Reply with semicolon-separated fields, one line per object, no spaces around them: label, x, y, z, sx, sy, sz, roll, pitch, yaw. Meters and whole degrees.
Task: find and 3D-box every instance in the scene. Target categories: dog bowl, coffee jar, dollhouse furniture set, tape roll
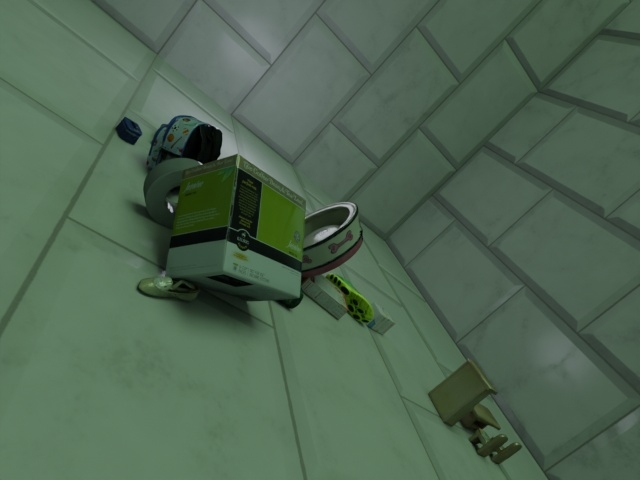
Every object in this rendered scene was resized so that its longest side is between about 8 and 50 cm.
dog bowl;0.000;0.000;1.810;0.408;0.407;0.150;-95;159;-69
coffee jar;-0.151;0.162;1.512;0.184;0.079;0.096;36;17;-30
dollhouse furniture set;0.727;0.746;1.952;0.394;0.256;0.362;36;17;-32
tape roll;-0.426;-0.141;1.312;0.219;0.219;0.072;31;21;-43

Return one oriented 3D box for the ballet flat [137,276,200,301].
ballet flat;-0.376;0.114;1.069;0.168;0.052;0.057;24;26;-54

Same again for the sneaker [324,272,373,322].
sneaker;0.145;0.259;2.006;0.295;0.109;0.123;46;18;9

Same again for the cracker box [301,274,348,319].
cracker box;0.010;0.217;1.831;0.232;0.067;0.156;41;14;-16

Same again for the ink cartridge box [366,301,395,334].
ink cartridge box;0.288;0.386;2.082;0.143;0.092;0.090;36;15;-34

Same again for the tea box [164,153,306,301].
tea box;-0.223;-0.016;1.221;0.329;0.219;0.324;31;58;-53

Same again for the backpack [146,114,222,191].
backpack;-0.489;-0.324;1.574;0.213;0.264;0.276;30;12;9

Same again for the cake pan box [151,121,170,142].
cake pan box;-0.602;-0.401;1.879;0.266;0.070;0.246;39;13;-21

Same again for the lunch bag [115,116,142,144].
lunch bag;-0.714;-0.413;1.594;0.067;0.065;0.098;24;24;-54
